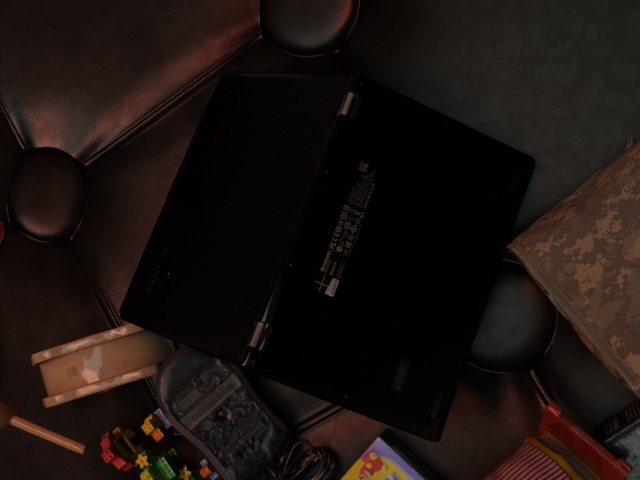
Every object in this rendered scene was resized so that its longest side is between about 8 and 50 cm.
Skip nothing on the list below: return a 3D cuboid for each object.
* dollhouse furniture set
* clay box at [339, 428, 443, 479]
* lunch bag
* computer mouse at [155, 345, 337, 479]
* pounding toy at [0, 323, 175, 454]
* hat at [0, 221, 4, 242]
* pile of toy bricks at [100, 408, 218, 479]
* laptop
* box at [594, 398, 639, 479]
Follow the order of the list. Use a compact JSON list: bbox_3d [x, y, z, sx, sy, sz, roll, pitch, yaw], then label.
[{"bbox_3d":[0.315,0.378,0.884,0.374,0.201,0.152,39,144,31],"label":"dollhouse furniture set"},{"bbox_3d":[0.061,0.378,1.107,0.127,0.053,0.222,41,101,13],"label":"clay box"},{"bbox_3d":[0.379,0.027,0.935,0.235,0.169,0.287,-41,44,10],"label":"lunch bag"},{"bbox_3d":[-0.125,0.266,1.144,0.188,0.072,0.272,-36,87,-10],"label":"computer mouse"},{"bbox_3d":[-0.326,0.215,1.189,0.269,0.154,0.155,-17,85,-2],"label":"pounding toy"},{"bbox_3d":[-0.537,0.129,1.309,0.173,0.183,0.208,47,145,18],"label":"hat"},{"bbox_3d":[-0.218,0.335,1.167,0.118,0.105,0.212,-43,79,13],"label":"pile of toy bricks"},{"bbox_3d":[0.000,0.000,1.090,0.408,0.236,0.382,23,81,-12],"label":"laptop"},{"bbox_3d":[0.434,0.252,0.968,0.158,0.093,0.156,-38,81,15],"label":"box"}]
